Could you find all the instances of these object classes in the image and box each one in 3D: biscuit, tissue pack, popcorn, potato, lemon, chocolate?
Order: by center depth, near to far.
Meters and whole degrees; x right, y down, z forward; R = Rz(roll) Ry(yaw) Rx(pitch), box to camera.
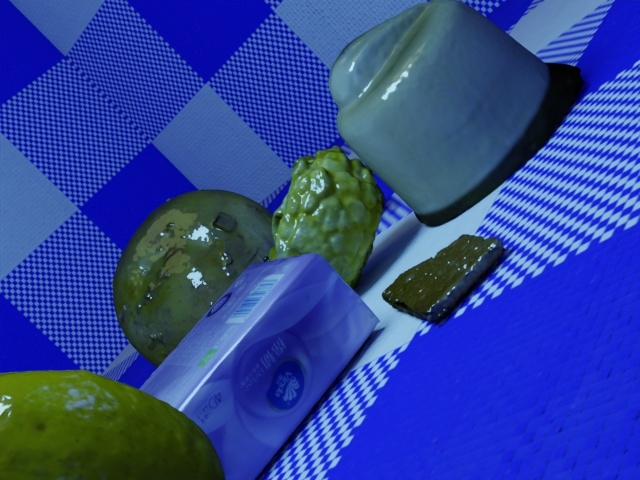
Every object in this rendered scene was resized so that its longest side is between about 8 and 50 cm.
[{"bbox_3d":[-0.297,0.291,1.000,0.364,0.364,0.364,-43,9,8],"label":"lemon"},{"bbox_3d":[0.152,0.044,1.274,0.131,0.026,0.237,-44,8,-6],"label":"biscuit"},{"bbox_3d":[-0.110,0.192,1.347,0.338,0.160,0.242,-50,15,-23],"label":"tissue pack"},{"bbox_3d":[0.186,-0.230,1.550,0.326,0.297,0.314,-48,14,-27],"label":"chocolate"},{"bbox_3d":[0.000,0.000,1.617,0.225,0.173,0.286,-71,-1,-58],"label":"popcorn"},{"bbox_3d":[-0.298,0.070,2.327,0.442,0.319,0.385,-50,9,-15],"label":"potato"}]

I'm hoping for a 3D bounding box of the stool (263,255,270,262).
[{"bbox_3d":[-0.062,0.070,1.863,0.096,0.110,0.096,-46,10,11],"label":"stool"}]

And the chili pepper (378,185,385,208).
[{"bbox_3d":[0.040,-0.054,2.035,0.110,0.110,0.387,-50,6,-30],"label":"chili pepper"}]
